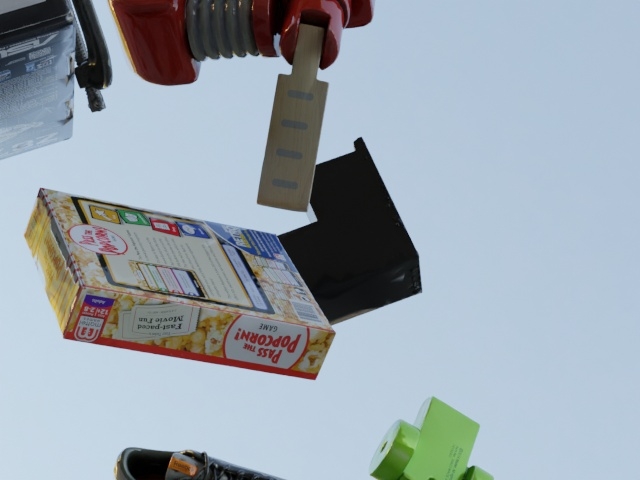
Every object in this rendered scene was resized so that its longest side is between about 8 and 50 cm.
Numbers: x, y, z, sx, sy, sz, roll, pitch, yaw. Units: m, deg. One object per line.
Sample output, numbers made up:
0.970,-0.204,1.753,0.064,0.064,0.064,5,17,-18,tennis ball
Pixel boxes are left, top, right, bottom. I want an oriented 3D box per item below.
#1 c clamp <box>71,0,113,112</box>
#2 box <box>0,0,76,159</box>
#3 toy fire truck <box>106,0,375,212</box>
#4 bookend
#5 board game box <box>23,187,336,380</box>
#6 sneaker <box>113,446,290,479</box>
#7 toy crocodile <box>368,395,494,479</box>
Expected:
-0.180,-0.165,1.285,0.137,0.022,0.160,-158,-130,-71,c clamp
-0.361,-0.083,1.201,0.318,0.395,0.097,118,-48,-76,box
-0.066,-0.156,1.462,0.217,0.246,0.158,-4,-48,10,toy fire truck
0.000,0.000,1.779,0.072,0.157,0.156,80,-13,-57,bookend
-0.102,0.030,1.284,0.193,0.147,0.045,12,-66,-26,board game box
-0.116,0.294,2.045,0.272,0.100,0.108,5,-48,18,sneaker
0.089,0.284,1.753,0.115,0.340,0.105,29,-50,-8,toy crocodile
